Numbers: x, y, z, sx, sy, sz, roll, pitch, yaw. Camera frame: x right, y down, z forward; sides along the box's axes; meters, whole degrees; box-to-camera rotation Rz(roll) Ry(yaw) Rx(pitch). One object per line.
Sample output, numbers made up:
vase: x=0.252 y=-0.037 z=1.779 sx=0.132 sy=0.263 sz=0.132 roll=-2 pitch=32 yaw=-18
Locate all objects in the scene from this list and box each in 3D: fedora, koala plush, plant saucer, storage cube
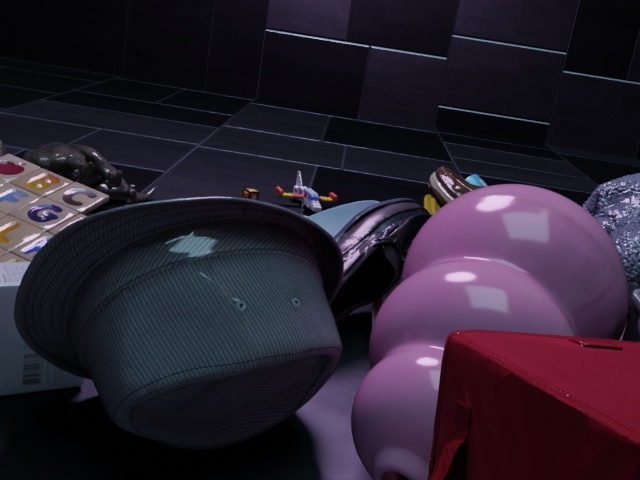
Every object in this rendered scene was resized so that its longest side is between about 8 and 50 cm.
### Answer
fedora: x=-0.090 y=0.084 z=0.621 sx=0.275 sy=0.244 sz=0.124 roll=6 pitch=44 yaw=-39
koala plush: x=0.411 y=0.023 z=1.016 sx=0.196 sy=0.203 sz=0.221 roll=14 pitch=18 yaw=17
plant saucer: x=0.000 y=0.000 z=1.075 sx=0.195 sy=0.037 sz=0.195 roll=-21 pitch=13 yaw=5
storage cube: x=0.179 y=0.162 z=0.416 sx=0.215 sy=0.184 sz=0.193 roll=7 pitch=5 yaw=-14

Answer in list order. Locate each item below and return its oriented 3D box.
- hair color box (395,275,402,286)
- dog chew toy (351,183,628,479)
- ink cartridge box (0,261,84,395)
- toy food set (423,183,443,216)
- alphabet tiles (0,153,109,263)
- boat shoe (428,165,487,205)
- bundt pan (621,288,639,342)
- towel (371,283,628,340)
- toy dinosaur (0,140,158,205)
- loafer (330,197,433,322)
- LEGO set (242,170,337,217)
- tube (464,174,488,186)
hair color box: x=0.092 y=0.026 z=1.097 sx=0.093 sy=0.053 sz=0.167 roll=8 pitch=16 yaw=1
dog chew toy: x=0.137 y=0.091 z=0.663 sx=0.206 sy=0.207 sz=0.332 roll=17 pitch=38 yaw=24
ink cartridge box: x=-0.295 y=0.076 z=0.655 sx=0.180 sy=0.104 sz=0.060 roll=-1 pitch=20 yaw=-31
toy food set: x=0.204 y=-0.009 z=1.261 sx=0.128 sy=0.071 sz=0.218 roll=35 pitch=20 yaw=-4
alphabet tiles: x=-0.422 y=-0.016 z=0.890 sx=0.285 sy=0.011 sz=0.342 roll=22 pitch=33 yaw=18
boat shoe: x=0.281 y=-0.049 z=1.227 sx=0.095 sy=0.095 sz=0.257 roll=9 pitch=33 yaw=-52
bundt pan: x=0.389 y=0.161 z=0.629 sx=0.330 sy=0.124 sz=0.331 roll=13 pitch=28 yaw=-7
towel: x=0.219 y=0.127 z=0.876 sx=0.329 sy=0.037 sz=0.237 roll=8 pitch=19 yaw=1
toy dinosaur: x=-0.375 y=-0.106 z=1.173 sx=0.160 sy=0.121 sz=0.313 roll=34 pitch=31 yaw=26
loafer: x=0.043 y=0.044 z=0.889 sx=0.302 sy=0.109 sz=0.095 roll=-28 pitch=41 yaw=-37
LEGO set: x=-0.005 y=-0.067 z=1.343 sx=0.244 sy=0.060 sz=0.182 roll=15 pitch=15 yaw=20
tube: x=0.316 y=-0.027 z=1.307 sx=0.080 sy=0.052 sz=0.207 roll=-14 pitch=53 yaw=-44
